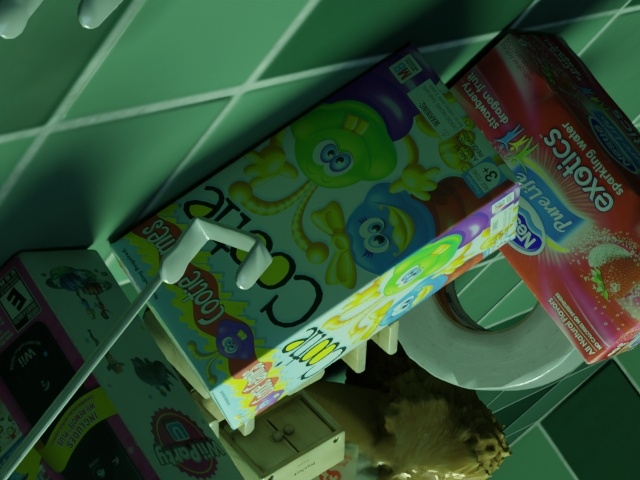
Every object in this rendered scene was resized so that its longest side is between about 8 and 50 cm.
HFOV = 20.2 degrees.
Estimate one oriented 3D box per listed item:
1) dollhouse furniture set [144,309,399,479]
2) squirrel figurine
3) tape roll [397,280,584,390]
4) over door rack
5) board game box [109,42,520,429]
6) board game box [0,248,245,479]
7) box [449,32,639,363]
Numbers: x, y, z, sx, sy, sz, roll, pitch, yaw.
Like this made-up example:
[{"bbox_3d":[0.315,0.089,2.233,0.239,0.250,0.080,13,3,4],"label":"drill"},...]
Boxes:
[{"bbox_3d":[-0.063,0.095,1.629,0.212,0.161,0.242,-27,140,-27],"label":"dollhouse furniture set"},{"bbox_3d":[0.021,0.277,2.029,0.397,0.281,0.370,-29,170,-12],"label":"squirrel figurine"},{"bbox_3d":[0.166,0.032,1.683,0.219,0.219,0.072,-40,163,14],"label":"tape roll"},{"bbox_3d":[-0.205,0.028,0.965,0.324,0.108,0.239,-44,138,-14],"label":"over door rack"},{"bbox_3d":[0.000,0.000,1.381,0.275,0.144,0.142,-35,164,-6],"label":"board game box"},{"bbox_3d":[-0.180,0.192,1.270,0.224,0.303,0.097,-42,163,22],"label":"board game box"},{"bbox_3d":[0.211,-0.038,1.498,0.128,0.257,0.123,-43,164,25],"label":"box"}]
